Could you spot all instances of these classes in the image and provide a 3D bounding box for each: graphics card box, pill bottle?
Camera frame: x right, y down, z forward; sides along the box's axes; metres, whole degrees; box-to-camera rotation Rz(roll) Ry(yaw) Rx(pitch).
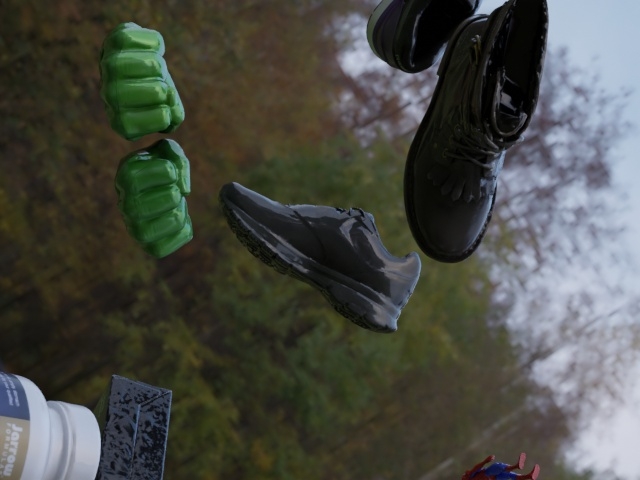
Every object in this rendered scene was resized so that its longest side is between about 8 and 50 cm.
[{"bbox_3d":[-0.307,0.382,1.861,0.233,0.094,0.371,-88,-157,-46],"label":"graphics card box"},{"bbox_3d":[-0.226,0.123,0.858,0.169,0.094,0.094,16,17,-37],"label":"pill bottle"}]

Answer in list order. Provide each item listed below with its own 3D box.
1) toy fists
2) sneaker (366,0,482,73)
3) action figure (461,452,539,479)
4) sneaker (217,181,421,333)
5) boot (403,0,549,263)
[{"bbox_3d":[-0.204,-0.118,1.643,0.142,0.096,0.279,-107,-168,-74],"label":"toy fists"},{"bbox_3d":[0.172,-0.314,1.621,0.107,0.283,0.124,28,9,-22],"label":"sneaker"},{"bbox_3d":[0.201,0.265,1.594,0.038,0.030,0.115,37,-36,-22],"label":"action figure"},{"bbox_3d":[0.000,0.000,1.791,0.286,0.130,0.109,34,-9,-6],"label":"sneaker"},{"bbox_3d":[0.138,-0.098,1.226,0.229,0.091,0.263,-109,-152,-83],"label":"boot"}]
